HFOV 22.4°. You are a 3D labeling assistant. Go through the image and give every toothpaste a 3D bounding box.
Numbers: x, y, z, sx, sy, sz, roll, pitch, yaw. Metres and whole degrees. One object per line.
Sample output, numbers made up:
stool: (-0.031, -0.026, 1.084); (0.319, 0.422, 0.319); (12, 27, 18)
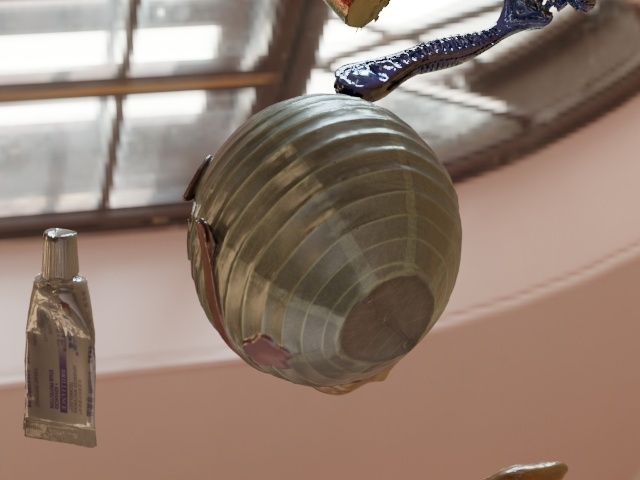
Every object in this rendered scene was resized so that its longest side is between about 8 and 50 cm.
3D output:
toothpaste: (-0.337, 0.125, 2.082); (0.099, 0.068, 0.283); (16, -73, 52)

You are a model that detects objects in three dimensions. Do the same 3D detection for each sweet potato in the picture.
sweet potato: (0.154, 0.236, 1.466); (0.044, 0.179, 0.044); (39, -39, 41)

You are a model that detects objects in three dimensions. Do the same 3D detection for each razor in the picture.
razor: (0.124, -0.183, 1.509); (0.093, 0.324, 0.056); (41, -41, 23)

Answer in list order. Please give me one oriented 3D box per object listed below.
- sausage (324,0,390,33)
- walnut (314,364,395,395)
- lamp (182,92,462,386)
sausage: (-0.023, -0.351, 1.834); (0.264, 0.083, 0.083); (49, -31, 21)
walnut: (0.022, 0.082, 1.746); (0.149, 0.166, 0.167); (-2, 87, -80)
lamp: (0.000, 0.000, 1.350); (0.265, 0.233, 0.233); (70, -1, -46)
